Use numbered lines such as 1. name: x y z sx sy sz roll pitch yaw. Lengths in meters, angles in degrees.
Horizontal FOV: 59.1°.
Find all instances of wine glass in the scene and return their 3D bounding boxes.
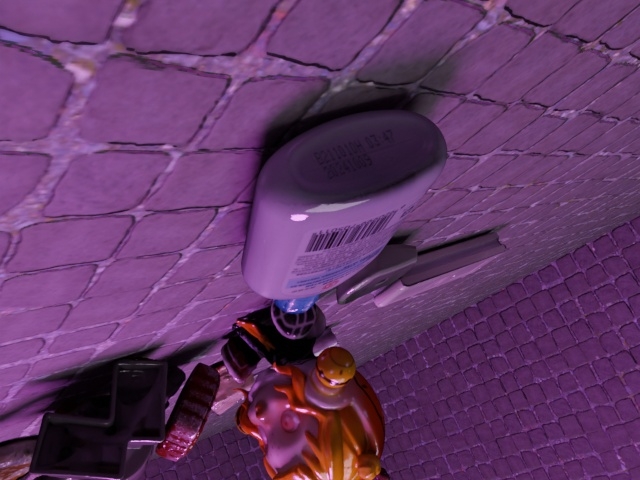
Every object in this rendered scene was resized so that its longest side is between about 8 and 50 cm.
1. wine glass: -0.072 0.283 1.359 0.262 0.074 0.074 -25 164 -4

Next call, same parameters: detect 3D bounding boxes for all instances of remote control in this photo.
1. remote control: 0.227 0.051 1.087 0.277 0.056 0.103 -15 161 -32

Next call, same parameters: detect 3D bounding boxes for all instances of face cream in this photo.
1. face cream: 0.000 0.000 0.563 0.163 0.080 0.337 -20 163 -19

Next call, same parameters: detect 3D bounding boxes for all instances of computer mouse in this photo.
1. computer mouse: 0.084 0.039 0.846 0.181 0.056 0.089 -16 161 -46

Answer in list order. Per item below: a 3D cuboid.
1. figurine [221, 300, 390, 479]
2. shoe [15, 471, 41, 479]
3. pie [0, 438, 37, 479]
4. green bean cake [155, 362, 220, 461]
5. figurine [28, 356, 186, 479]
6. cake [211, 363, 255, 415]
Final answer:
1. figurine: -0.018 0.256 0.895 0.196 0.323 0.320 -10 158 -39
2. shoe: -0.701 0.599 1.429 0.207 0.092 0.106 -30 -171 0
3. pie: -0.630 0.436 1.057 0.240 0.054 0.240 -24 162 -8
4. green bean cake: -0.222 0.293 0.961 0.056 0.136 0.135 25 132 -8
5. figurine: -0.345 0.312 0.879 0.342 0.167 0.285 -15 160 -32
6. cake: -0.239 0.339 1.248 0.116 0.086 0.220 -10 158 -42
